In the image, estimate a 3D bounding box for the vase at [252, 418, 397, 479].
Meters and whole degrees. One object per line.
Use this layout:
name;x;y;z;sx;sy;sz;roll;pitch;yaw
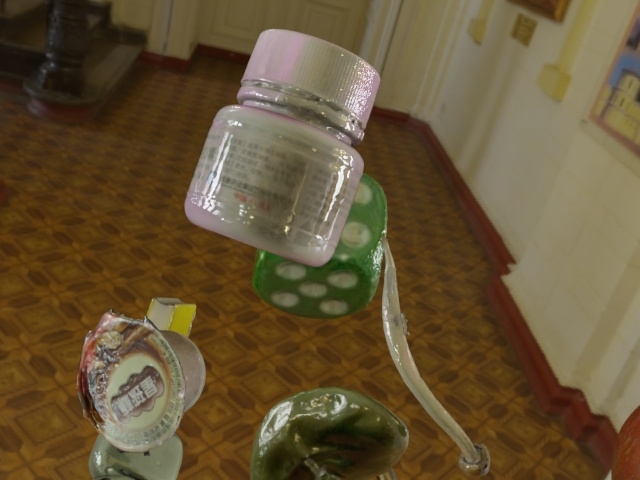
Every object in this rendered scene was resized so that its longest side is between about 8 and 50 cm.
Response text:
vase;0.002;0.524;1.464;0.329;0.241;0.303;8;65;9

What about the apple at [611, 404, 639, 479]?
apple;0.503;0.317;0.783;0.348;0.277;0.349;35;39;-34

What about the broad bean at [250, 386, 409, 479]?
broad bean;0.003;0.249;0.832;0.153;0.206;0.072;44;18;-17

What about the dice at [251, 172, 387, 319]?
dice;0.000;0.000;1.689;0.299;0.287;0.297;11;55;-5

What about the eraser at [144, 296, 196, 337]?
eraser;-0.381;0.224;1.711;0.069;0.158;0.226;15;-4;4

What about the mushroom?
mushroom;0.119;0.143;0.822;0.306;0.043;0.068;64;23;4

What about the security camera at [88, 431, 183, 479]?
security camera;-0.305;0.395;1.077;0.157;0.080;0.301;38;20;-17

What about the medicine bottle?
medicine bottle;-0.054;-0.143;1.104;0.256;0.325;0.256;19;0;0

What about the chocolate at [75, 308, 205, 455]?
chocolate;-0.259;0.204;1.061;0.221;0.221;0.147;24;12;16
